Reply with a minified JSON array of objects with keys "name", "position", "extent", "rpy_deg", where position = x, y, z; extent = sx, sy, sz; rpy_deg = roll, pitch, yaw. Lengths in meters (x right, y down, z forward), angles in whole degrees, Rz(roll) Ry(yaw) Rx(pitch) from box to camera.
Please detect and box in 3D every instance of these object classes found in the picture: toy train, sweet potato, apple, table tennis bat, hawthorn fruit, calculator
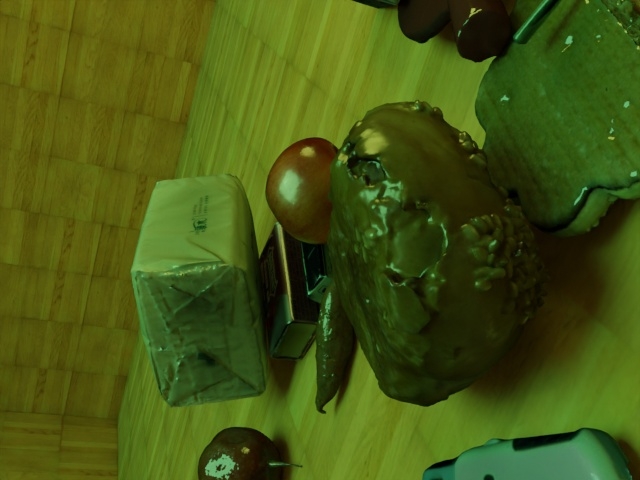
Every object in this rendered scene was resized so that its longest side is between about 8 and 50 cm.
[{"name":"toy train","position":[-0.001,0.000,1.150],"extent":[0.055,0.048,0.252],"rpy_deg":[-54,26,31]},{"name":"sweet potato","position":[0.019,0.155,1.015],"extent":[0.068,0.060,0.206],"rpy_deg":[4,-85,-73]},{"name":"apple","position":[-0.004,-0.076,1.041],"extent":[0.139,0.163,0.163],"rpy_deg":[-51,31,21]},{"name":"table tennis bat","position":[0.162,-0.341,0.810],"extent":[0.415,0.051,0.268],"rpy_deg":[-88,22,-45]},{"name":"hawthorn fruit","position":[-0.133,0.382,1.179],"extent":[0.189,0.149,0.149],"rpy_deg":[121,151,-46]},{"name":"calculator","position":[0.166,0.256,0.587],"extent":[0.293,0.051,0.173],"rpy_deg":[135,138,-57]}]

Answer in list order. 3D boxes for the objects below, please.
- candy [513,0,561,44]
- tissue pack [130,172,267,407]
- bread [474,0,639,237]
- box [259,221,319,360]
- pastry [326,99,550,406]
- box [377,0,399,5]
[{"name":"candy","position":[0.244,-0.263,0.544],"extent":[0.262,0.073,0.077],"rpy_deg":[-52,55,30]},{"name":"tissue pack","position":[-0.216,0.078,1.301],"extent":[0.380,0.207,0.297],"rpy_deg":[-104,7,-63]},{"name":"bread","position":[0.216,-0.117,0.620],"extent":[0.207,0.056,0.286],"rpy_deg":[122,153,-42]},{"name":"box","position":[-0.057,0.087,1.220],"extent":[0.224,0.069,0.120],"rpy_deg":[-100,28,-42]},{"name":"pastry","position":[0.102,0.016,0.654],"extent":[0.311,0.162,0.255],"rpy_deg":[89,165,-67]},{"name":"box","position":[0.080,-0.411,0.992],"extent":[0.269,0.079,0.135],"rpy_deg":[-94,19,-72]}]
